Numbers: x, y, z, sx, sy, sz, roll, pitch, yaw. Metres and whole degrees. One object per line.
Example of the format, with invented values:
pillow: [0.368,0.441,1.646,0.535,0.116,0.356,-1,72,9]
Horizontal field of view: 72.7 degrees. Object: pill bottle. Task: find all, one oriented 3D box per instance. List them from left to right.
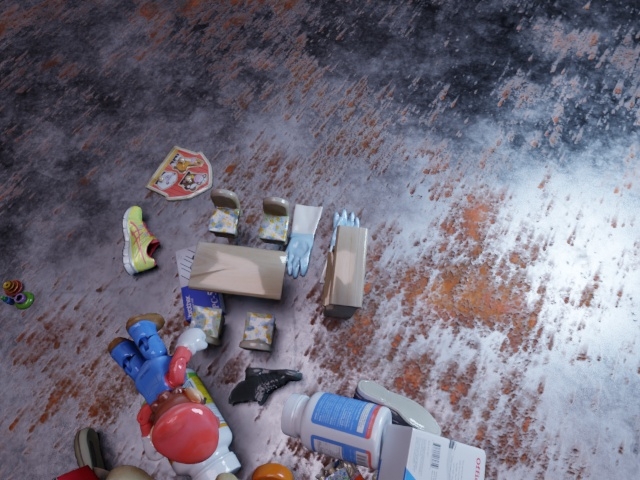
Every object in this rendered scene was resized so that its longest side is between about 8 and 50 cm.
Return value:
pill bottle: [-0.282,0.421,0.960,0.136,0.136,0.245,-36,66,-12]
pill bottle: [0.032,0.398,0.938,0.221,0.124,0.124,6,64,24]

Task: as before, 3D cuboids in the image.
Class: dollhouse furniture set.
dollhouse furniture set: [-0.107,0.070,1.011,0.394,0.256,0.362,7,72,-1]

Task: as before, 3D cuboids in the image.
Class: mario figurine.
mario figurine: [-0.300,0.306,0.890,0.170,0.198,0.320,-16,49,-40]

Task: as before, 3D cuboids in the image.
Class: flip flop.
flip flop: [-0.463,0.533,0.952,0.080,0.112,0.277,-22,57,-21]

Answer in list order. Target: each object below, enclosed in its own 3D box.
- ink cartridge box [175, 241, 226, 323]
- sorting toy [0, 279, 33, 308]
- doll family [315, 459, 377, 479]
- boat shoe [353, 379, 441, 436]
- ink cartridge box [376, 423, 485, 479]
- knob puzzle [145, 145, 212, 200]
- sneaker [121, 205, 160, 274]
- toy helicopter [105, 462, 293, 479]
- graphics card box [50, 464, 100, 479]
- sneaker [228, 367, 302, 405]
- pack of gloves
ink cartridge box: [-0.323,0.111,1.169,0.097,0.046,0.207,-18,64,-2]
sorting toy: [-0.850,0.149,1.206,0.102,0.042,0.061,37,72,20]
doll family: [0.016,0.565,0.868,0.263,0.118,0.163,-37,63,-10]
boat shoe: [0.168,0.393,0.984,0.206,0.075,0.065,27,112,12]
ink cartridge box: [0.221,0.467,0.863,0.203,0.086,0.148,27,64,-22]
knob puzzle: [-0.421,-0.205,1.345,0.213,0.030,0.213,-2,63,4]
sneaker: [-0.504,-0.005,1.234,0.094,0.081,0.208,-9,69,-7]
toy helicopter: [-0.237,0.518,0.824,0.355,0.235,0.140,23,23,-9]
graphics card box: [-0.491,0.654,0.816,0.233,0.094,0.371,34,95,20]
sneaker: [-0.129,0.350,1.031,0.170,0.051,0.089,0,64,11]
pack of gloves: [0.000,0.000,1.193,0.195,0.046,0.232,7,64,8]
